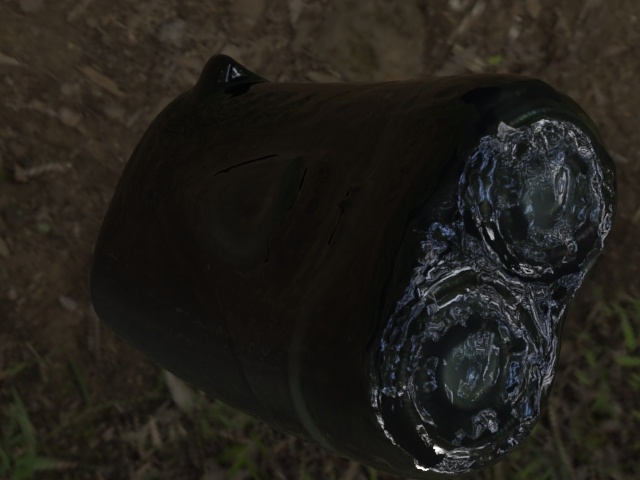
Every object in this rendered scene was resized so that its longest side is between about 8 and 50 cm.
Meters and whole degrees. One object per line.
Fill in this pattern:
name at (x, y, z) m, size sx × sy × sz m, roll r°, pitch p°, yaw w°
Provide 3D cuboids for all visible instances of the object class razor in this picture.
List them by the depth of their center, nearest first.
razor at (0.002, 0.001, 0.731) m, size 0.113 × 0.349 × 0.204 m, roll 29°, pitch 82°, yaw -32°
